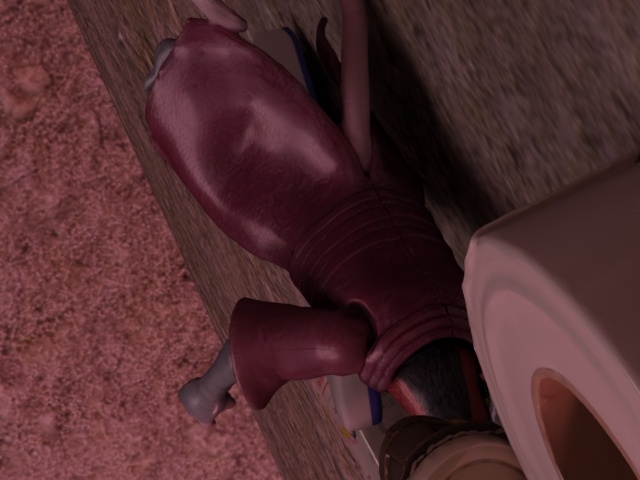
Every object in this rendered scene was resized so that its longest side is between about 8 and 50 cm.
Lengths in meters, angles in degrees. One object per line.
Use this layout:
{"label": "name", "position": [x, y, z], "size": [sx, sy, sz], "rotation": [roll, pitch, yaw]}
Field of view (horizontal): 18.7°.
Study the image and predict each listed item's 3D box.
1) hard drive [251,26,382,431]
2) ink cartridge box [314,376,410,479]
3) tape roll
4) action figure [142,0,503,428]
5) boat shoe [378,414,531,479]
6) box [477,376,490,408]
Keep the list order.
{"label": "hard drive", "position": [0.000, 0.000, 1.597], "size": [0.318, 0.040, 0.210], "rotation": [81, 174, -62]}
{"label": "ink cartridge box", "position": [0.049, 0.152, 1.781], "size": [0.198, 0.067, 0.115], "rotation": [62, 170, 11]}
{"label": "tape roll", "position": [0.178, 0.103, 0.918], "size": [0.286, 0.100, 0.286], "rotation": [60, 170, 17]}
{"label": "action figure", "position": [0.043, 0.004, 1.259], "size": [0.370, 0.248, 0.275], "rotation": [57, 141, 39]}
{"label": "boat shoe", "position": [0.155, 0.219, 1.138], "size": [0.324, 0.116, 0.097], "rotation": [44, 178, -21]}
{"label": "box", "position": [0.095, 0.110, 1.530], "size": [0.114, 0.036, 0.207], "rotation": [49, 162, 56]}
